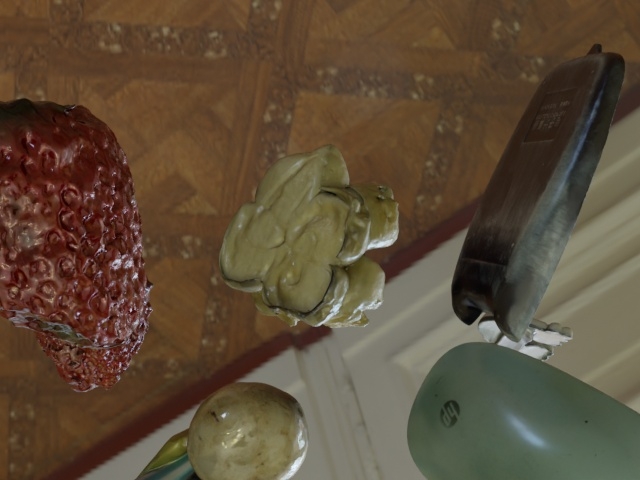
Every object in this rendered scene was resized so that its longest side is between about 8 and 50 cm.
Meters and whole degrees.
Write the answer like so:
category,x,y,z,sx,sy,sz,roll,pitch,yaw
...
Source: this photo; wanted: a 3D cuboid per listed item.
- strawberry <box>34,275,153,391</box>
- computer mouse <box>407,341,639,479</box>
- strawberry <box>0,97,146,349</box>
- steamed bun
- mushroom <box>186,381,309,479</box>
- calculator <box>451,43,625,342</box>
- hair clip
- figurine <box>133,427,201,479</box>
category,x,y,z,sx,sy,sz,roll,pitch,yaw
strawberry,-0.344,0.126,1.688,0.187,0.184,0.201,-10,103,-44
computer mouse,0.192,0.193,0.990,0.097,0.288,0.159,24,95,-47
strawberry,-0.366,-0.021,1.396,0.292,0.292,0.309,-5,97,-11
steamed bun,0.000,0.000,1.167,0.106,0.177,0.192,29,79,-45
mushroom,-0.098,0.262,1.504,0.166,0.127,0.166,-7,112,-17
calculator,0.188,-0.047,0.974,0.040,0.177,0.268,26,86,-12
hair clip,0.329,0.171,1.913,0.140,0.054,0.220,23,156,3
figurine,-0.177,0.513,1.810,0.361,0.378,0.266,-31,160,-50
